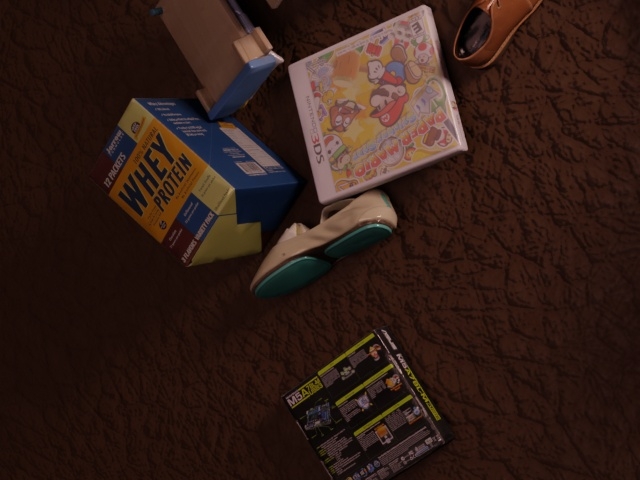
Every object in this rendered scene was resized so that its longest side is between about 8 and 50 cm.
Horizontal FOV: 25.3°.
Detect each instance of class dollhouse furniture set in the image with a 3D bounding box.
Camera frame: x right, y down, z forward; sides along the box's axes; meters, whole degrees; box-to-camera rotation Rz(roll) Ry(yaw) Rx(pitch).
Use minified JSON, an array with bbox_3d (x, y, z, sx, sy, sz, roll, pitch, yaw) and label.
[{"bbox_3d":[-0.101,-0.368,1.970,0.286,0.198,0.303,57,140,12],"label":"dollhouse furniture set"}]

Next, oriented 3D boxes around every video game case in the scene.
[{"bbox_3d":[0.073,-0.180,1.922,0.227,0.026,0.206,-20,76,29],"label":"video game case"}]

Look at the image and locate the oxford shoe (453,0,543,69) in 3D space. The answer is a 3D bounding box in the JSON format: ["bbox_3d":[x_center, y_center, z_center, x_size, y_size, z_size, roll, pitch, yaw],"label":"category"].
[{"bbox_3d":[0.235,-0.311,1.811,0.076,0.076,0.212,34,109,23],"label":"oxford shoe"}]

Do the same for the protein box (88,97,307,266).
[{"bbox_3d":[-0.168,-0.086,1.985,0.201,0.200,0.136,41,113,19],"label":"protein box"}]

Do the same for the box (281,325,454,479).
[{"bbox_3d":[0.064,0.245,1.986,0.190,0.045,0.184,-39,75,27],"label":"box"}]

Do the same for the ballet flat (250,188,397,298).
[{"bbox_3d":[0.000,0.000,1.982,0.248,0.086,0.086,-27,82,27],"label":"ballet flat"}]
